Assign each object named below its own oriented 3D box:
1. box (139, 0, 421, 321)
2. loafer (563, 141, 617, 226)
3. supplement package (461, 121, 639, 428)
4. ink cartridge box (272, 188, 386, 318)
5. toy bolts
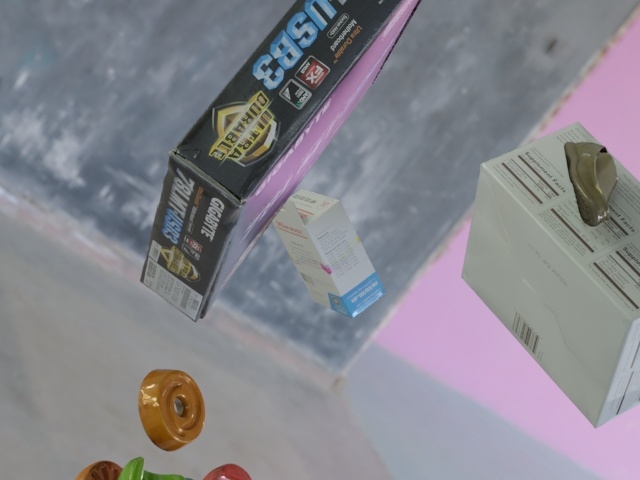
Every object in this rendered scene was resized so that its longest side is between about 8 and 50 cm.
[{"bbox_3d":[-0.025,-0.101,1.142,0.073,0.295,0.293,36,-22,0],"label":"box"},{"bbox_3d":[0.291,-0.067,1.521,0.148,0.050,0.056,-90,164,-57],"label":"loafer"},{"bbox_3d":[0.303,0.037,1.629,0.262,0.145,0.204,51,-26,33],"label":"supplement package"},{"bbox_3d":[0.000,0.000,1.805,0.104,0.061,0.181,20,-38,59],"label":"ink cartridge box"},{"bbox_3d":[-0.207,0.289,1.756,0.228,0.158,0.218,39,45,-42],"label":"toy bolts"}]
